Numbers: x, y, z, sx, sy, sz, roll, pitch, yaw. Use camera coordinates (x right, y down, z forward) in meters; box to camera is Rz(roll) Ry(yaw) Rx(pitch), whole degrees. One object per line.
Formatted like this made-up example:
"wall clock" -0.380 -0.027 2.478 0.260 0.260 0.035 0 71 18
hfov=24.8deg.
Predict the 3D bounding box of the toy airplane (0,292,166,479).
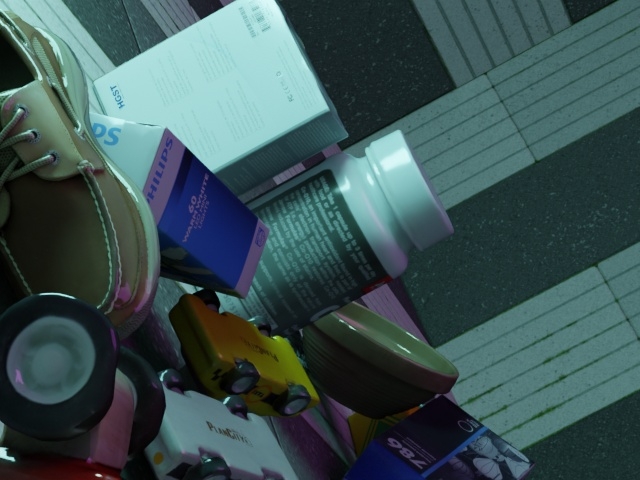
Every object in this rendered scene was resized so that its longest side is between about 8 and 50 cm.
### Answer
"toy airplane" -0.032 0.229 0.598 0.386 0.272 0.384 40 -14 -35

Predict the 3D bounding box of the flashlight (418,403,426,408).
"flashlight" 0.191 0.358 2.436 0.304 0.103 0.103 50 12 -56

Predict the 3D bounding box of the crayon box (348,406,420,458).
"crayon box" 0.197 0.428 2.067 0.363 0.106 0.313 52 11 -26

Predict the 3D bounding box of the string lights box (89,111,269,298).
"string lights box" -0.153 -0.032 1.262 0.260 0.133 0.077 46 60 -65

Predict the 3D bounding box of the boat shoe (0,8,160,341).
"boat shoe" -0.217 -0.054 1.052 0.116 0.123 0.324 41 14 -52

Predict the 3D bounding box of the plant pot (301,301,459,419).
"plant pot" 0.061 0.167 1.973 0.237 0.110 0.237 29 7 -4

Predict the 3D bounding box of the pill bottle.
"pill bottle" 0.000 0.000 1.676 0.161 0.283 0.161 60 7 -13

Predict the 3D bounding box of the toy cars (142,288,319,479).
"toy cars" -0.094 0.149 1.254 0.176 0.087 0.394 49 13 -8

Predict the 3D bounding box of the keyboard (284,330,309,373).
"keyboard" -0.052 0.129 1.921 0.072 0.014 0.256 64 7 19

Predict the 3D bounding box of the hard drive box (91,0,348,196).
"hard drive box" -0.114 -0.149 1.642 0.181 0.232 0.089 65 7 21

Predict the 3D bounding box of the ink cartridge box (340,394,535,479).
"ink cartridge box" 0.150 0.300 1.855 0.165 0.065 0.332 36 21 15
